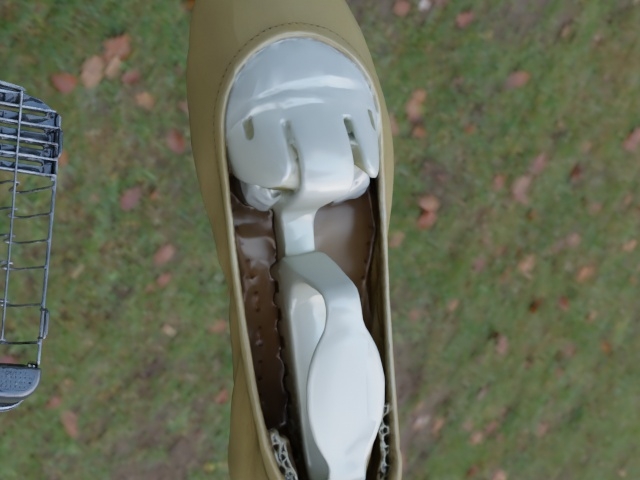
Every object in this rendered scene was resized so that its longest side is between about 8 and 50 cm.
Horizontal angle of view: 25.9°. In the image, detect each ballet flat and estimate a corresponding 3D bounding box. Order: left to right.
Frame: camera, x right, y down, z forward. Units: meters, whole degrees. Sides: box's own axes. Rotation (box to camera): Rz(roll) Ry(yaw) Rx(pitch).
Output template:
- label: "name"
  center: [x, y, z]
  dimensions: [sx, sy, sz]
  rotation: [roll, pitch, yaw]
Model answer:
- label: "ballet flat"
  center: [0.000, 0.000, 0.506]
  dimensions: [0.080, 0.073, 0.232]
  rotation: [-7, 92, -17]

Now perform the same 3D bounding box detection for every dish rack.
- label: "dish rack"
  center: [-0.312, -0.001, 1.118]
  dimensions: [0.208, 0.074, 0.271]
  rotation: [8, 81, -32]
